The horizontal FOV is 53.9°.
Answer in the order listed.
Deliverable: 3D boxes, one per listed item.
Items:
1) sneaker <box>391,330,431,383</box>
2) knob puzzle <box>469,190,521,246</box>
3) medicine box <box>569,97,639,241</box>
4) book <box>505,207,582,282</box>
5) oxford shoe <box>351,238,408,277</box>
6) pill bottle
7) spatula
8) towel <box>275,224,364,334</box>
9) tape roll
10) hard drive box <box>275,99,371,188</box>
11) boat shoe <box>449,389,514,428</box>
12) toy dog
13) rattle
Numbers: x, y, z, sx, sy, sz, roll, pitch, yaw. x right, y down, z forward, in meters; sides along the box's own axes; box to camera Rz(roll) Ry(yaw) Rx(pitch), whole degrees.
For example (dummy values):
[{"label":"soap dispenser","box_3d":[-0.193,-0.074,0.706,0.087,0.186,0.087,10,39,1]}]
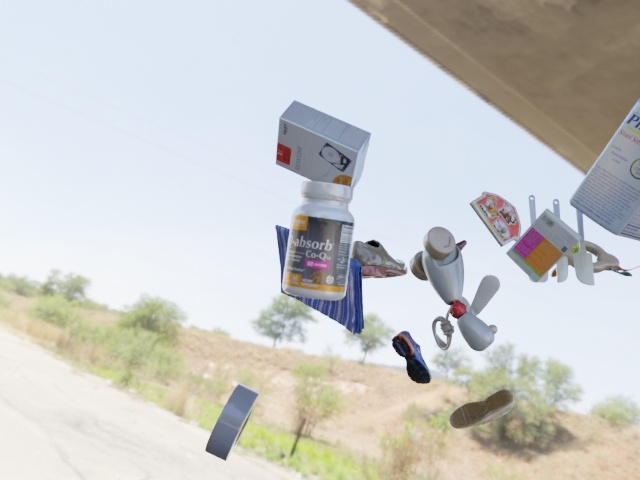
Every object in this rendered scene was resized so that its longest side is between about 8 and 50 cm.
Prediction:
[{"label":"sneaker","box_3d":[0.336,0.412,2.237,0.083,0.087,0.221,-20,-78,34]},{"label":"knob puzzle","box_3d":[0.583,-0.083,2.016,0.213,0.213,0.030,23,-40,-21]},{"label":"medicine box","box_3d":[0.765,-0.150,1.444,0.263,0.289,0.149,9,28,-41]},{"label":"book","box_3d":[0.484,0.012,1.376,0.096,0.035,0.144,44,-46,14]},{"label":"oxford shoe","box_3d":[0.204,0.060,2.097,0.123,0.130,0.348,-8,-7,26]},{"label":"pill bottle","box_3d":[0.000,0.000,1.553,0.162,0.279,0.162,7,0,0]},{"label":"spatula","box_3d":[0.597,-0.006,1.586,0.168,0.242,0.019,2,-20,3]},{"label":"towel","box_3d":[-0.008,0.111,1.799,0.336,0.040,0.243,24,-50,38]},{"label":"tape roll","box_3d":[-0.260,0.541,1.877,0.072,0.219,0.219,25,-13,5]},{"label":"hard drive box","box_3d":[0.003,-0.246,1.701,0.232,0.089,0.181,25,-36,12]},{"label":"boat shoe","box_3d":[0.406,0.432,1.570,0.170,0.063,0.059,-25,-48,8]},{"label":"toy dog","box_3d":[0.373,0.116,1.657,0.161,0.334,0.220,-18,-3,-23]},{"label":"rattle","box_3d":[0.758,0.089,1.749,0.199,0.143,0.130,22,24,16]}]
